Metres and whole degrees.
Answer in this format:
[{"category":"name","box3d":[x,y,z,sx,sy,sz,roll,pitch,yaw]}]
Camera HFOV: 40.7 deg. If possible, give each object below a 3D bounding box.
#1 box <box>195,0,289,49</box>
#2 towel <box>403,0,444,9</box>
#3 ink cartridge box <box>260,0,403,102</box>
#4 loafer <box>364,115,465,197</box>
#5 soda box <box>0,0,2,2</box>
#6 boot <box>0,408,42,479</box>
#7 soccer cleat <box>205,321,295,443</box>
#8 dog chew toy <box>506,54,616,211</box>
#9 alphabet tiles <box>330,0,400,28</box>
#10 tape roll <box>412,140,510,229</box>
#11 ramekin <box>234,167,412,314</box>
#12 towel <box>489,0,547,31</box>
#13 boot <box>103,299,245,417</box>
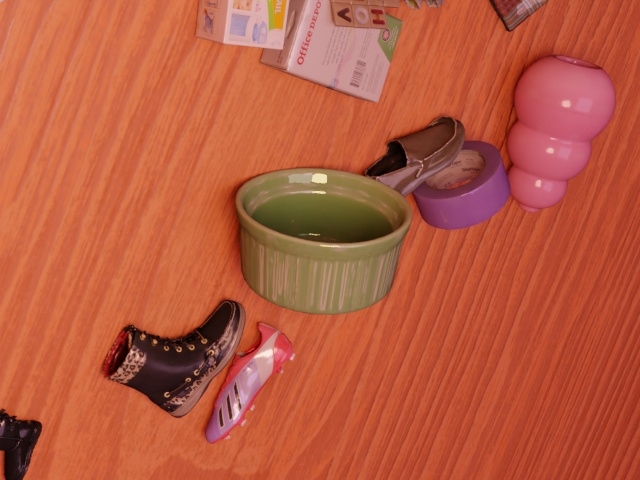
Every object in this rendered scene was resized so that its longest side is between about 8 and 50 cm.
[{"category":"box","box3d":[-0.117,-0.414,1.367,0.114,0.103,0.203,-3,110,-35]},{"category":"towel","box3d":[0.198,-0.590,1.415,0.320,0.090,0.374,-6,110,-82]},{"category":"ink cartridge box","box3d":[0.020,-0.345,1.502,0.212,0.093,0.154,11,100,-40]},{"category":"loafer","box3d":[0.183,-0.165,1.689,0.251,0.094,0.087,-43,132,-14]},{"category":"soda box","box3d":[-0.420,-0.391,1.161,0.286,0.098,0.091,-38,126,-17]},{"category":"boot","box3d":[-0.520,0.337,1.410,0.099,0.045,0.121,24,86,-42]},{"category":"soccer cleat","box3d":[-0.151,0.271,1.642,0.095,0.083,0.248,39,88,-10]},{"category":"dog chew toy","box3d":[0.491,-0.218,1.834,0.207,0.206,0.331,-3,117,-35]},{"category":"alphabet tiles","box3d":[0.050,-0.474,1.452,0.198,0.009,0.237,-9,88,-40]},{"category":"tape roll","box3d":[0.276,-0.112,1.717,0.189,0.189,0.080,-40,127,-17]},{"category":"ramekin","box3d":[0.000,0.000,1.499,0.303,0.303,0.148,-13,123,-32]},{"category":"towel","box3d":[0.456,-0.621,1.685,0.370,0.040,0.271,-42,127,4]},{"category":"boot","box3d":[-0.252,0.182,1.518,0.178,0.085,0.236,36,86,-37]}]
